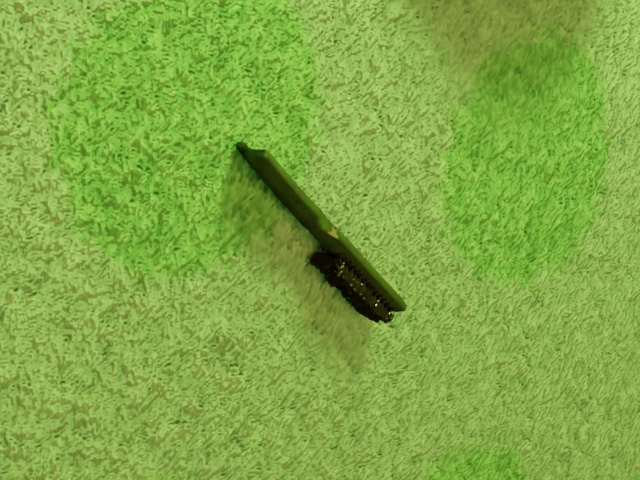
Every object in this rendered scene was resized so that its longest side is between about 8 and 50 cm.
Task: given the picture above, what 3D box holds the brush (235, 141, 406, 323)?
[{"bbox_3d":[0.000,0.000,1.193,0.248,0.043,0.036,49,63,-41],"label":"brush"}]
